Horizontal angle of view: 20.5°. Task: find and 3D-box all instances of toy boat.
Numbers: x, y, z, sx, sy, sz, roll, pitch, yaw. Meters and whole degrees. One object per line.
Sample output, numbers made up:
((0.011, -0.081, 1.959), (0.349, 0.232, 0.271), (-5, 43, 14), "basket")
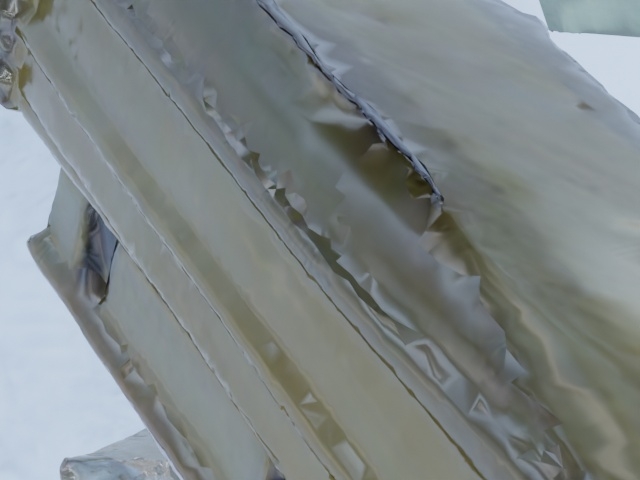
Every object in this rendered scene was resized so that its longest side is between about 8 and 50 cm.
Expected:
((0.000, 0.000, 0.476), (0.136, 0.445, 0.162), (-6, 128, -32), "toy boat")

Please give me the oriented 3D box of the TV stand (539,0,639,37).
((0.303, -0.228, 1.520), (0.083, 0.269, 0.088), (-38, 120, -28), "TV stand")

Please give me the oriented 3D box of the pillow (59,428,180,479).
((-0.075, 0.208, 1.350), (0.173, 0.067, 0.270), (56, 28, 10), "pillow")
